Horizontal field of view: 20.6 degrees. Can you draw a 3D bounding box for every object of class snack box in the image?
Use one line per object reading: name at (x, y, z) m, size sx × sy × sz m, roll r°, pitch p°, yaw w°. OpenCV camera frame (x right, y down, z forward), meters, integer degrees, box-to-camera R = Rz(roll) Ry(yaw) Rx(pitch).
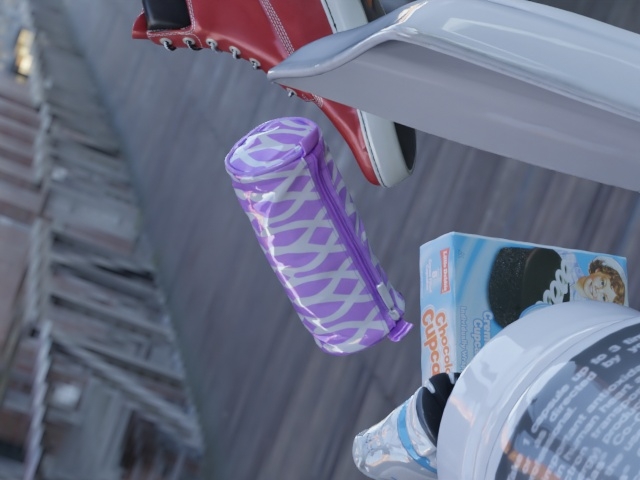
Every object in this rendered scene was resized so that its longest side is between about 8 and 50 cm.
snack box at (0.179, 0.163, 1.502) m, size 0.060 × 0.187 × 0.322 m, roll -24°, pitch 62°, yaw 58°

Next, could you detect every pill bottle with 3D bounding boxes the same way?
pill bottle at (0.161, 0.119, 0.685) m, size 0.161 × 0.161 × 0.283 m, roll -69°, pitch 22°, yaw 5°

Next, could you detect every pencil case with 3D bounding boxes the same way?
pencil case at (0.000, 0.000, 1.400) m, size 0.088 × 0.206 × 0.086 m, roll 11°, pitch 48°, yaw 48°

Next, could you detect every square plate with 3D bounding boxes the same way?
square plate at (0.164, -0.069, 0.987) m, size 0.347 × 0.344 × 0.049 m, roll -169°, pitch 94°, yaw -78°

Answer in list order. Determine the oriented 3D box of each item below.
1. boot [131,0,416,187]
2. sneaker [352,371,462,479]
boot at (-0.038, -0.135, 1.307) m, size 0.176 × 0.244 × 0.088 m, roll -17°, pitch 22°, yaw 17°
sneaker at (0.095, 0.123, 0.988) m, size 0.083 × 0.190 × 0.071 m, roll -28°, pitch 51°, yaw 39°
